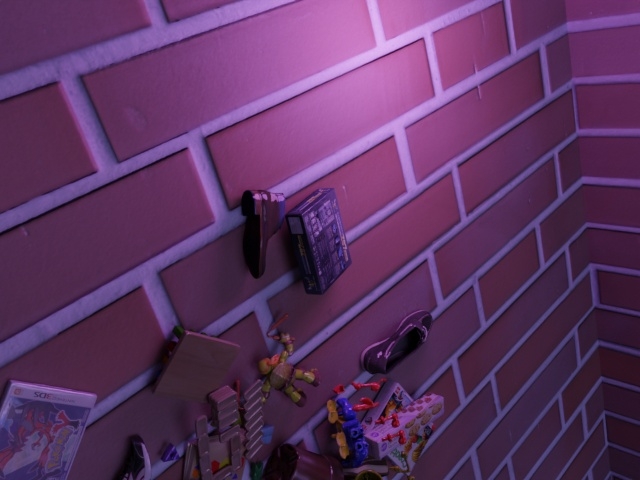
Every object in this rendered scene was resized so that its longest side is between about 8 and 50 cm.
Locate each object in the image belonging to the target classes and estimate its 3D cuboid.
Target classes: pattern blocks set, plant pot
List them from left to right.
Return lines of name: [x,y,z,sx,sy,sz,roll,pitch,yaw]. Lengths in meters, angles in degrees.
pattern blocks set: [-0.263,0.556,1.525,0.324,0.026,0.286,21,88,-44]
plant pot: [-0.051,0.641,1.659,0.165,0.167,0.167,39,71,-33]

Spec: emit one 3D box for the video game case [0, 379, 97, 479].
video game case: [-0.567,0.391,1.221,0.183,0.023,0.201,25,80,-42]

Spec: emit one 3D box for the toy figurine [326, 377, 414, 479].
toy figurine: [0.124,0.570,1.759,0.191,0.217,0.363,-17,87,-12]

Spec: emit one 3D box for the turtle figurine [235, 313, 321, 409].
turtle figurine: [-0.091,0.345,1.610,0.217,0.087,0.270,37,73,-40]

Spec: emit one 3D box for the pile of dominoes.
pile of dominoes: [-0.226,0.469,1.504,0.196,0.040,0.251,-23,126,-38]

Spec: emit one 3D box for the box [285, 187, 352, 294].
box: [0.000,0.000,1.620,0.183,0.059,0.233,-43,126,-49]

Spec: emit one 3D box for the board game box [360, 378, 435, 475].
board game box: [0.255,0.615,2.003,0.193,0.053,0.305,-55,129,-21]

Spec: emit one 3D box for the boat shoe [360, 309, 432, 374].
boat shoe: [0.269,0.329,1.935,0.335,0.095,0.112,-28,116,-36]

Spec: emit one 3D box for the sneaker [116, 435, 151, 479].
sneaker: [-0.419,0.530,1.356,0.077,0.072,0.178,-2,91,-26]

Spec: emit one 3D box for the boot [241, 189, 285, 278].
boot: [-0.130,-0.018,1.513,0.106,0.082,0.219,-9,102,-39]

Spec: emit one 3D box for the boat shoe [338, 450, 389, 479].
boat shoe: [0.097,0.675,1.860,0.257,0.095,0.095,18,51,-41]

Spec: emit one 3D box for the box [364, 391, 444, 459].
box: [0.270,0.579,1.928,0.324,0.063,0.067,-18,108,-39]

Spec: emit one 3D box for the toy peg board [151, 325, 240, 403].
toy peg board: [-0.300,0.283,1.427,0.161,0.079,0.161,25,96,-42]
